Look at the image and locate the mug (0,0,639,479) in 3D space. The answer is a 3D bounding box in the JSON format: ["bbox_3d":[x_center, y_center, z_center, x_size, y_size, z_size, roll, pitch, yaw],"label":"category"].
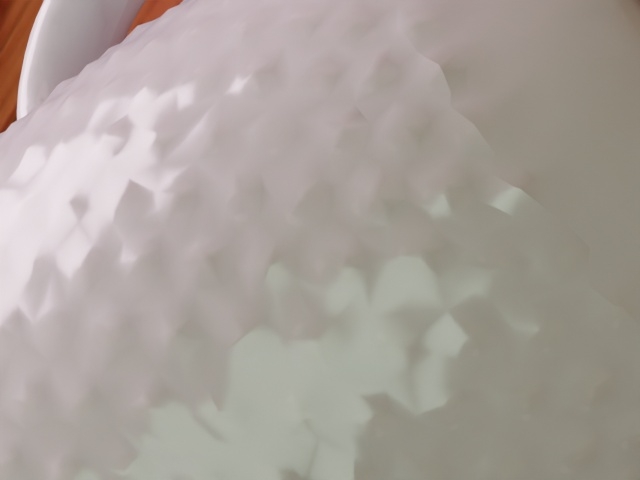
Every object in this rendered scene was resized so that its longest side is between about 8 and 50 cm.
[{"bbox_3d":[0.000,0.000,0.666,0.328,0.276,0.374,-38,55,24],"label":"mug"}]
